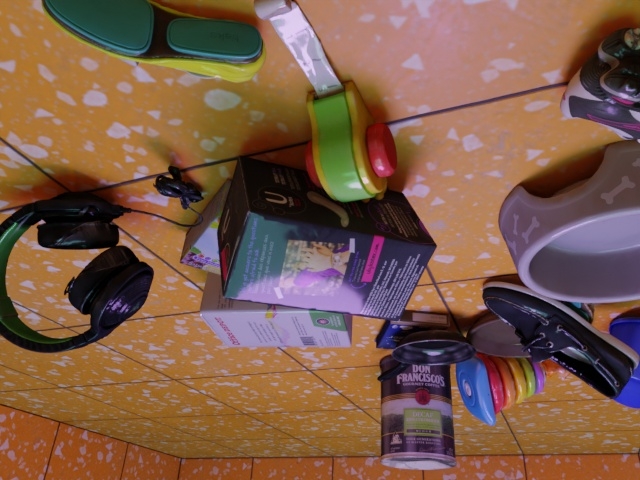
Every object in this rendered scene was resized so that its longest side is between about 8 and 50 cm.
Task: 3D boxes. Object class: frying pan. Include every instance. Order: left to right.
[{"bbox_3d":[0.261,0.287,1.383,0.197,0.053,0.326,3,152,-3],"label":"frying pan"}]

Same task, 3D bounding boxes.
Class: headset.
[{"bbox_3d":[-0.364,0.019,0.884,0.394,0.243,0.185,-30,174,1],"label":"headset"}]

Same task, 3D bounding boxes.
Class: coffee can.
[{"bbox_3d":[0.264,0.471,1.549,0.202,0.275,0.201,2,150,1],"label":"coffee can"}]

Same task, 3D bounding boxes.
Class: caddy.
[{"bbox_3d":[0.776,0.279,1.267,0.241,0.179,0.341,12,159,33],"label":"caddy"}]

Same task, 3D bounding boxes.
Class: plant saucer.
[{"bbox_3d":[0.481,0.212,1.312,0.278,0.041,0.278,3,151,2],"label":"plant saucer"}]

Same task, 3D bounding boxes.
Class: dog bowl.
[{"bbox_3d":[0.461,-0.008,0.870,0.349,0.102,0.349,2,151,1],"label":"dog bowl"}]

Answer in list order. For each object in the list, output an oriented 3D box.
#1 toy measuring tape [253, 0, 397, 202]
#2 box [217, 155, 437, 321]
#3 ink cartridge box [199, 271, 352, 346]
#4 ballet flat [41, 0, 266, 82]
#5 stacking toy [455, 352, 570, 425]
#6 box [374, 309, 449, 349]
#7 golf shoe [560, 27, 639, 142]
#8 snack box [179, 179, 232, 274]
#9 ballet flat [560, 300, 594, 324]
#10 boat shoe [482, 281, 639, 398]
[{"bbox_3d":[0.014,-0.137,0.681,0.121,0.121,0.330,-10,147,23],"label":"toy measuring tape"},{"bbox_3d":[0.000,0.000,0.811,0.270,0.165,0.143,11,120,-20],"label":"box"},{"bbox_3d":[-0.081,0.135,1.159,0.278,0.117,0.201,-2,150,8],"label":"ink cartridge box"},{"bbox_3d":[-0.175,-0.216,0.611,0.231,0.077,0.077,9,166,-13],"label":"ballet flat"},{"bbox_3d":[0.523,0.354,1.474,0.302,0.175,0.166,-12,180,-8],"label":"stacking toy"},{"bbox_3d":[0.217,0.231,1.378,0.136,0.036,0.225,5,151,-4],"label":"box"},{"bbox_3d":[0.415,-0.160,0.637,0.273,0.105,0.120,14,165,-6],"label":"golf shoe"},{"bbox_3d":[-0.126,-0.002,0.973,0.174,0.070,0.207,19,145,-23],"label":"snack box"},{"bbox_3d":[0.513,0.111,1.103,0.073,0.067,0.206,37,170,36],"label":"ballet flat"},{"bbox_3d":[0.463,0.203,1.119,0.340,0.113,0.127,31,159,-5],"label":"boat shoe"}]
